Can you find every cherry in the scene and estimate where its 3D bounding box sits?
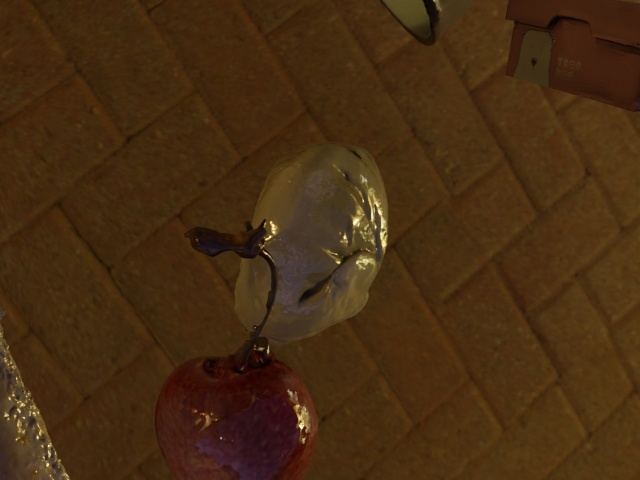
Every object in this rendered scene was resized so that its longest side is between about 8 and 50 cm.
[{"bbox_3d":[-0.060,0.083,0.608,0.090,0.107,0.226,-43,134,-48],"label":"cherry"}]

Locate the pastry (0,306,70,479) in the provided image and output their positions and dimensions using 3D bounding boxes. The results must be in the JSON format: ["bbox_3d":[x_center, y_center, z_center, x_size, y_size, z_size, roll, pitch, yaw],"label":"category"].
[{"bbox_3d":[-0.362,0.215,1.081,0.121,0.089,0.259,-21,101,-12],"label":"pastry"}]

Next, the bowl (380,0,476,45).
[{"bbox_3d":[0.098,-0.412,1.079,0.185,0.354,0.354,-35,110,3],"label":"bowl"}]

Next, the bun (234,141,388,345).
[{"bbox_3d":[0.000,0.000,1.167,0.159,0.259,0.259,15,93,8],"label":"bun"}]

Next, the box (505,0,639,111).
[{"bbox_3d":[0.309,-0.168,0.880,0.215,0.215,0.086,1,108,-23],"label":"box"}]
